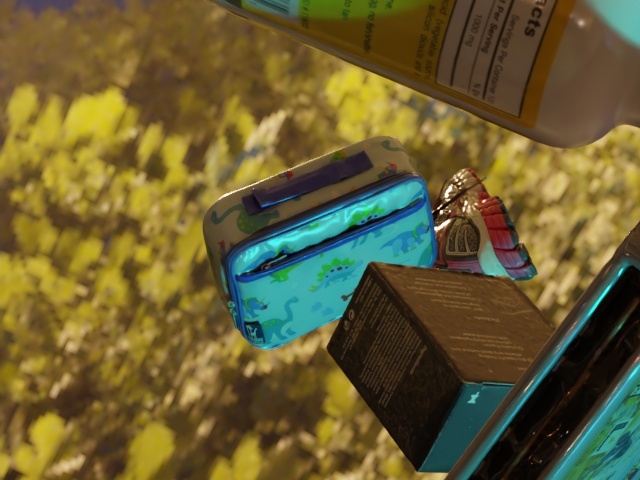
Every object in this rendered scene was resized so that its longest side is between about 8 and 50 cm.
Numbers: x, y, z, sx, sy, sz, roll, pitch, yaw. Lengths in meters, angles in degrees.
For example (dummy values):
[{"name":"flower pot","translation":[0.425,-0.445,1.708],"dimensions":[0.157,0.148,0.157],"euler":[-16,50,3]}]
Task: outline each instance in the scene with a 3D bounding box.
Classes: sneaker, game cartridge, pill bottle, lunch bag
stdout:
[{"name":"sneaker","translation":[0.149,-0.002,2.159],"dimensions":[0.121,0.112,0.299],"euler":[63,-178,-6]},{"name":"game cartridge","translation":[0.162,0.090,1.112],"dimensions":[0.062,0.297,0.198],"euler":[43,-160,25]},{"name":"pill bottle","translation":[0.104,-0.168,1.156],"dimensions":[0.334,0.188,0.188],"euler":[24,-149,10]},{"name":"lunch bag","translation":[0.000,0.000,1.895],"dimensions":[0.219,0.176,0.090],"euler":[-22,-128,-12]}]

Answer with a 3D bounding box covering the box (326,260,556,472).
[{"name":"box","translation":[0.115,0.102,1.566],"dimensions":[0.156,0.093,0.158],"euler":[7,-149,-37]}]
